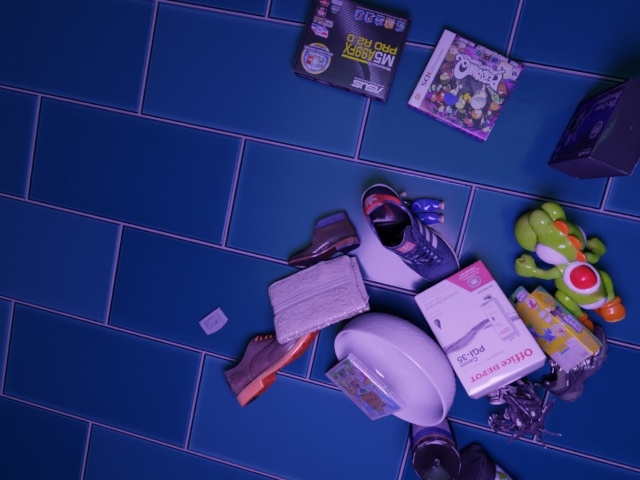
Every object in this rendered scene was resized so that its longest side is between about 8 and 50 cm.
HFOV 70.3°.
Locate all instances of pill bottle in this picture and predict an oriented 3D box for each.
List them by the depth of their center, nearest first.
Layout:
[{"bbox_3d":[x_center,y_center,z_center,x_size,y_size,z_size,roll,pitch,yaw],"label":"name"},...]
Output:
[{"bbox_3d":[0.300,0.535,1.217,0.122,0.219,0.123,1,95,9],"label":"pill bottle"}]

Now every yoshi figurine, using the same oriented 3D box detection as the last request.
[{"bbox_3d":[0.621,0.054,1.176,0.203,0.203,0.362,-15,112,49],"label":"yoshi figurine"}]

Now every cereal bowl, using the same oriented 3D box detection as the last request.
[{"bbox_3d":[0.207,0.315,1.194,0.339,0.339,0.141,45,57,2],"label":"cereal bowl"}]

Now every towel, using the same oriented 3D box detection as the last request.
[{"bbox_3d":[-0.010,0.158,1.261,0.282,0.049,0.187,-24,50,9],"label":"towel"}]

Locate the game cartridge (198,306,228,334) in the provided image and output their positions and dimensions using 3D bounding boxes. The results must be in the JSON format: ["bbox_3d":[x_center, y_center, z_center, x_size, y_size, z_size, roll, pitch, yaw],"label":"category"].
[{"bbox_3d":[-0.323,0.247,1.385,0.083,0.017,0.056,-36,86,10],"label":"game cartridge"}]

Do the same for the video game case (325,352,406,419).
[{"bbox_3d":[0.116,0.407,1.249,0.193,0.212,0.023,42,58,7],"label":"video game case"}]

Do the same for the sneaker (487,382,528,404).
[{"bbox_3d":[0.518,0.428,1.271,0.109,0.040,0.044,-20,78,5],"label":"sneaker"}]

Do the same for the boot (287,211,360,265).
[{"bbox_3d":[0.000,0.000,1.297,0.219,0.082,0.106,-19,71,14],"label":"boot"}]

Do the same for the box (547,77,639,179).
[{"bbox_3d":[0.662,-0.248,1.066,0.103,0.261,0.184,23,98,6],"label":"box"}]

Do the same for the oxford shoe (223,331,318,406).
[{"bbox_3d":[-0.136,0.311,1.312,0.363,0.130,0.133,-44,74,3],"label":"oxford shoe"}]

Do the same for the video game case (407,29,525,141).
[{"bbox_3d":[0.381,-0.408,1.203,0.232,0.042,0.210,28,100,5],"label":"video game case"}]

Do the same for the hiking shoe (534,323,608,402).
[{"bbox_3d":[0.666,0.317,1.210,0.114,0.086,0.227,23,99,2],"label":"hiking shoe"}]

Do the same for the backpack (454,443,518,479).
[{"bbox_3d":[0.483,0.794,1.221,0.355,0.273,0.290,42,93,-10],"label":"backpack"}]

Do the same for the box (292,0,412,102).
[{"bbox_3d":[0.084,-0.518,1.227,0.270,0.060,0.216,20,98,6],"label":"box"}]

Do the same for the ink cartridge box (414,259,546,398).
[{"bbox_3d":[0.404,0.228,1.164,0.207,0.117,0.283,-31,60,9],"label":"ink cartridge box"}]

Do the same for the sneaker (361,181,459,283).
[{"bbox_3d":[0.232,0.009,1.183,0.350,0.148,0.131,42,113,-11],"label":"sneaker"}]

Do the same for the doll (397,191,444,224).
[{"bbox_3d":[0.242,-0.072,1.254,0.188,0.046,0.129,1,103,9],"label":"doll"}]

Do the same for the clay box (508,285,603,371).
[{"bbox_3d":[0.584,0.214,1.164,0.053,0.127,0.222,-28,62,-23],"label":"clay box"}]

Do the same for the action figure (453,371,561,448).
[{"bbox_3d":[0.492,0.417,1.189,0.164,0.141,0.276,-41,52,-1],"label":"action figure"}]
